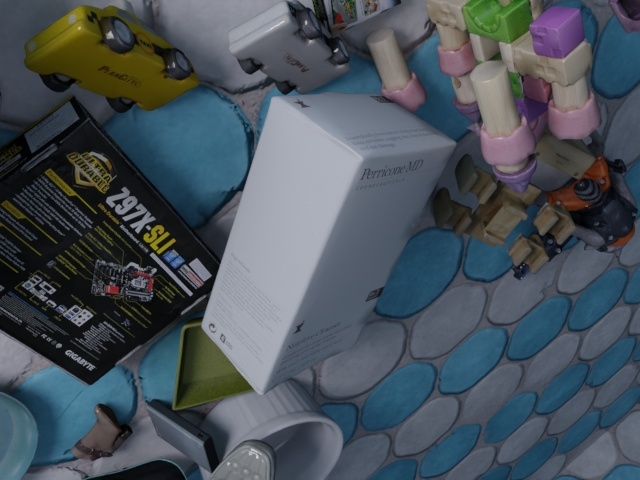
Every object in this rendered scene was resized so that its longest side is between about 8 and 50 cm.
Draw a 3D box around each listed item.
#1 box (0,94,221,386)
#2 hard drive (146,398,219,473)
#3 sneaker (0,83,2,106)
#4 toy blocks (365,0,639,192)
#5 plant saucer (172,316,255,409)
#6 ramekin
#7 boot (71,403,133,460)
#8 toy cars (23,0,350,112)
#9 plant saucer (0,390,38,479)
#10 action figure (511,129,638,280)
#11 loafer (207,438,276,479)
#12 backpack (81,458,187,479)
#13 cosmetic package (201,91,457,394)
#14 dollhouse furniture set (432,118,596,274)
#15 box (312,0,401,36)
[{"bbox_3d":[-0.305,0.020,0.771,0.257,0.079,0.322,-40,136,-6],"label":"box"},{"bbox_3d":[-0.234,0.332,1.021,0.022,0.135,0.094,-43,143,-37],"label":"hard drive"},{"bbox_3d":[-0.369,-0.123,0.639,0.040,0.043,0.109,8,119,-41],"label":"sneaker"},{"bbox_3d":[0.283,-0.225,0.845,0.309,0.288,0.260,-38,130,-7],"label":"toy blocks"},{"bbox_3d":[-0.160,0.188,1.022,0.188,0.045,0.188,-7,126,-31],"label":"plant saucer"},{"bbox_3d":[-0.106,0.396,1.156,0.277,0.135,0.277,-19,132,-23],"label":"ramekin"},{"bbox_3d":[-0.367,0.320,0.983,0.087,0.042,0.118,-32,135,-8],"label":"boot"},{"bbox_3d":[-0.130,-0.228,0.687,0.394,0.087,0.176,-13,170,-27],"label":"toy cars"},{"bbox_3d":[-0.557,0.308,0.816,0.318,0.044,0.317,-26,136,-27],"label":"plant saucer"},{"bbox_3d":[0.530,-0.044,1.241,0.330,0.178,0.341,31,99,-35],"label":"action figure"},{"bbox_3d":[-0.143,0.455,1.017,0.319,0.112,0.111,-67,166,22],"label":"loafer"},{"bbox_3d":[-0.316,0.483,1.053,0.189,0.166,0.144,-19,133,-18],"label":"backpack"},{"bbox_3d":[0.000,0.000,0.827,0.217,0.156,0.384,-18,141,-45],"label":"cosmetic package"},{"bbox_3d":[0.347,-0.104,1.071,0.212,0.161,0.242,24,122,-11],"label":"dollhouse furniture set"},{"bbox_3d":[0.031,-0.369,0.734,0.114,0.036,0.206,-30,135,-13],"label":"box"}]
